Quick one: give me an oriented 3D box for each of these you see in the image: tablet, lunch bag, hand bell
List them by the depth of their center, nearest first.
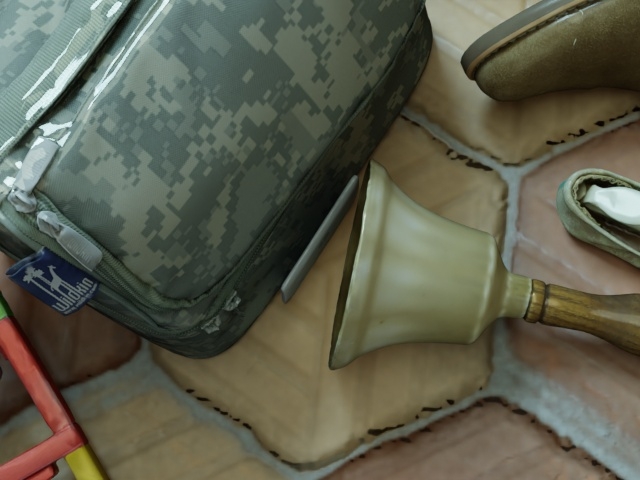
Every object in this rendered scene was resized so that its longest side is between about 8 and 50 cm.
[{"bbox_3d":[-0.086,-0.100,0.899,0.212,0.256,0.305,33,81,16],"label":"lunch bag"},{"bbox_3d":[0.134,0.036,0.921,0.242,0.126,0.126,11,75,-1],"label":"hand bell"},{"bbox_3d":[0.000,0.000,0.963,0.006,0.054,0.083,31,80,6],"label":"tablet"}]

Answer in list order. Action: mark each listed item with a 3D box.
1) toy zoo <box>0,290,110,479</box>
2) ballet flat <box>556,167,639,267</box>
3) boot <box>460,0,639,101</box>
[{"bbox_3d":[-0.226,0.158,0.930,0.192,0.030,0.293,-31,88,-3],"label":"toy zoo"},{"bbox_3d":[0.217,0.004,0.932,0.168,0.052,0.057,21,78,13],"label":"ballet flat"},{"bbox_3d":[0.239,-0.110,0.940,0.305,0.112,0.115,-11,83,3],"label":"boot"}]
